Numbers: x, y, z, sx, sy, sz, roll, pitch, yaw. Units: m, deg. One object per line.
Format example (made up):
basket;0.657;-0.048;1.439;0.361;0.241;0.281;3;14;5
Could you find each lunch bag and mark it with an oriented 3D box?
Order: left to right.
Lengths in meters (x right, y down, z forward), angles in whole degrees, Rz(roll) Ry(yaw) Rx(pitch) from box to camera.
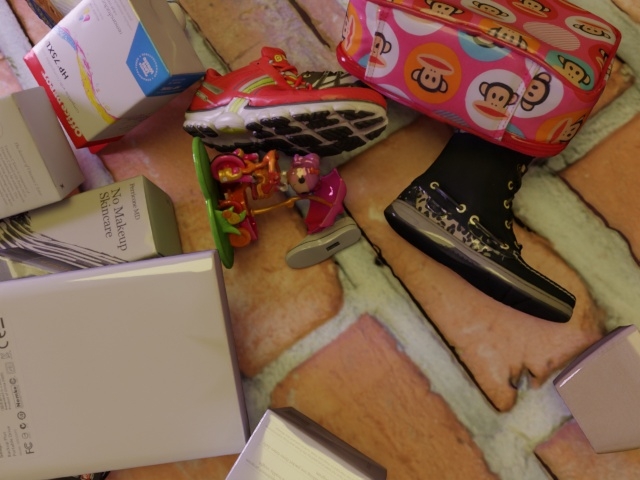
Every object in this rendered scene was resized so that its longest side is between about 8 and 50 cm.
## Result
lunch bag;0.189;-0.240;0.670;0.293;0.120;0.258;29;48;13

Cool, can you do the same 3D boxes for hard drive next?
hard drive;-0.247;0.136;0.595;0.318;0.040;0.211;-8;97;2

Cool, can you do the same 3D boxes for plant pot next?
plant pot;0.301;0.158;0.586;0.096;0.109;0.109;-32;72;11

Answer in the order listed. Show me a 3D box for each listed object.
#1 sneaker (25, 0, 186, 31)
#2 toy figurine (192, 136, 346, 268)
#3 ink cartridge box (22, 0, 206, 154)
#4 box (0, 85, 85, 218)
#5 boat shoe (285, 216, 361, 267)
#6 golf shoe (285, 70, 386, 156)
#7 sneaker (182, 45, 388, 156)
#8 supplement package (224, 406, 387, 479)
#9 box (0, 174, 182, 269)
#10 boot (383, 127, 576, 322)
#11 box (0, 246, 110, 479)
sneaker;-0.324;-0.350;0.832;0.296;0.112;0.131;37;75;7
toy figurine;-0.050;-0.060;0.672;0.159;0.173;0.130;-11;45;-1
ink cartridge box;-0.274;-0.208;0.722;0.231;0.078;0.134;-26;96;28
box;-0.400;-0.095;0.689;0.170;0.091;0.130;-16;111;2
boat shoe;0.000;0.000;0.713;0.100;0.035;0.035;-28;45;4
golf shoe;0.014;-0.195;0.741;0.198;0.077;0.094;-32;72;-2
sneaker;-0.049;-0.169;0.663;0.278;0.107;0.119;7;79;32
supplement package;-0.051;0.310;0.575;0.133;0.139;0.244;30;80;14
box;-0.322;0.016;0.723;0.274;0.094;0.113;-18;74;4
boot;0.215;-0.034;0.660;0.236;0.085;0.179;33;79;16
box;-0.300;0.144;0.647;0.182;0.056;0.231;19;96;-2
